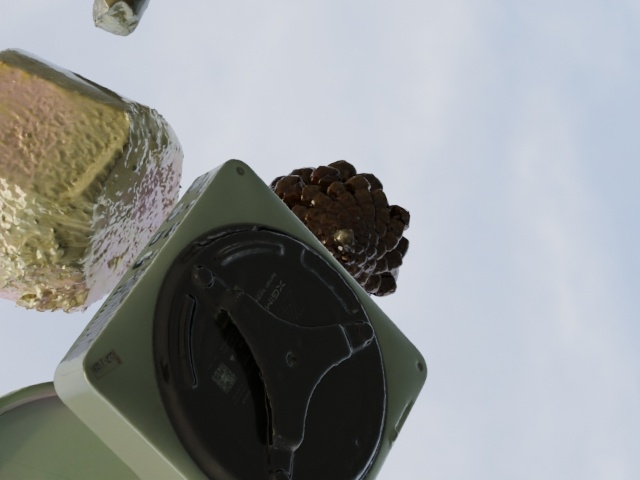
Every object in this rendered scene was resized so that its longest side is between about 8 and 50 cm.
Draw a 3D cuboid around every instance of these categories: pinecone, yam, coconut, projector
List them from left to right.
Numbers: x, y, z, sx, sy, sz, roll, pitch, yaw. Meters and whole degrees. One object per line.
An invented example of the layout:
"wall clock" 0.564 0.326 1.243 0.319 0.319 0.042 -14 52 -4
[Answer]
"coconut" -0.279 -0.054 1.493 0.245 0.233 0.233 20 -142 19
"yam" -0.191 -0.388 1.885 0.071 0.067 0.317 38 -114 -42
"projector" -0.046 0.103 1.234 0.259 0.079 0.257 47 -133 -17
"pinecone" 0.000 0.000 1.526 0.173 0.173 0.174 21 -132 -26

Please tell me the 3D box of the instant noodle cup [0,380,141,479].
"instant noodle cup" -0.206 0.265 1.323 0.325 0.254 0.326 2 -109 -6
